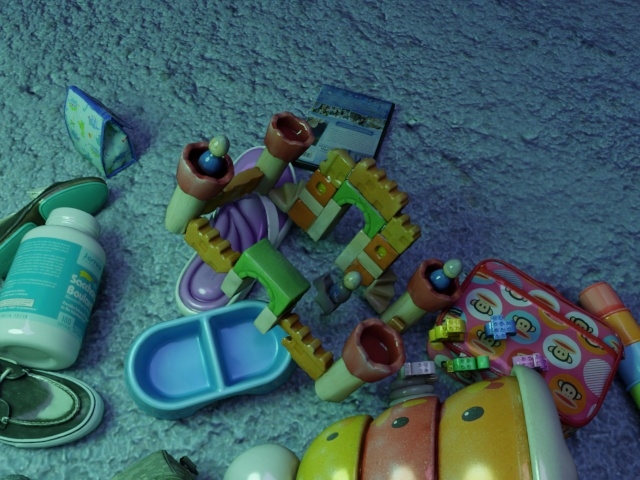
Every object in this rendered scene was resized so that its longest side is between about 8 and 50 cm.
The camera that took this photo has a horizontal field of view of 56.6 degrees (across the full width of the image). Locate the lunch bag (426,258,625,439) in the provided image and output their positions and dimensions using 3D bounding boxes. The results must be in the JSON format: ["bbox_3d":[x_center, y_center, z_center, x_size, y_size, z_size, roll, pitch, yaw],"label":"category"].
[{"bbox_3d":[0.361,0.173,1.039,0.293,0.120,0.258,33,56,17],"label":"lunch bag"}]

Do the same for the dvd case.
[{"bbox_3d":[0.053,-0.242,1.335,0.180,0.022,0.253,17,57,6],"label":"dvd case"}]

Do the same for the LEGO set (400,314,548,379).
[{"bbox_3d":[0.231,0.160,0.913,0.227,0.093,0.087,-7,69,10],"label":"LEGO set"}]

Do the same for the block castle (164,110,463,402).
[{"bbox_3d":[0.000,0.000,0.971,0.453,0.213,0.303,46,42,9],"label":"block castle"}]

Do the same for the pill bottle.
[{"bbox_3d":[-0.456,0.075,1.015,0.146,0.146,0.264,5,57,-1],"label":"pill bottle"}]

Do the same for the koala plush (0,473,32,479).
[{"bbox_3d":[-0.529,0.367,0.775,0.196,0.221,0.203,17,58,6],"label":"koala plush"}]

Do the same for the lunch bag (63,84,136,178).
[{"bbox_3d":[-0.452,-0.227,1.209,0.129,0.151,0.096,38,62,20],"label":"lunch bag"}]

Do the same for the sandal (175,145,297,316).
[{"bbox_3d":[-0.146,-0.035,1.136,0.169,0.102,0.416,14,58,4],"label":"sandal"}]

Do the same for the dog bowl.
[{"bbox_3d":[-0.176,0.190,0.979,0.297,0.074,0.166,-14,77,-12],"label":"dog bowl"}]

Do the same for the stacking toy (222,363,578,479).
[{"bbox_3d":[0.086,0.352,0.823,0.479,0.351,0.351,-3,56,12],"label":"stacking toy"}]

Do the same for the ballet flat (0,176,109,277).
[{"bbox_3d":[-0.540,-0.046,1.123,0.096,0.095,0.280,32,60,29],"label":"ballet flat"}]

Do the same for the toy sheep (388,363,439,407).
[{"bbox_3d":[0.156,0.268,0.975,0.091,0.091,0.132,-6,64,-8],"label":"toy sheep"}]

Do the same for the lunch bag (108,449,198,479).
[{"bbox_3d":[-0.269,0.423,0.757,0.305,0.213,0.256,-30,21,-19],"label":"lunch bag"}]

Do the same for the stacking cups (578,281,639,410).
[{"bbox_3d":[0.557,0.222,1.044,0.096,0.096,0.316,-11,53,-11],"label":"stacking cups"}]

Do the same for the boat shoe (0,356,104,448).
[{"bbox_3d":[-0.513,0.241,0.919,0.335,0.119,0.121,8,57,1],"label":"boat shoe"}]
